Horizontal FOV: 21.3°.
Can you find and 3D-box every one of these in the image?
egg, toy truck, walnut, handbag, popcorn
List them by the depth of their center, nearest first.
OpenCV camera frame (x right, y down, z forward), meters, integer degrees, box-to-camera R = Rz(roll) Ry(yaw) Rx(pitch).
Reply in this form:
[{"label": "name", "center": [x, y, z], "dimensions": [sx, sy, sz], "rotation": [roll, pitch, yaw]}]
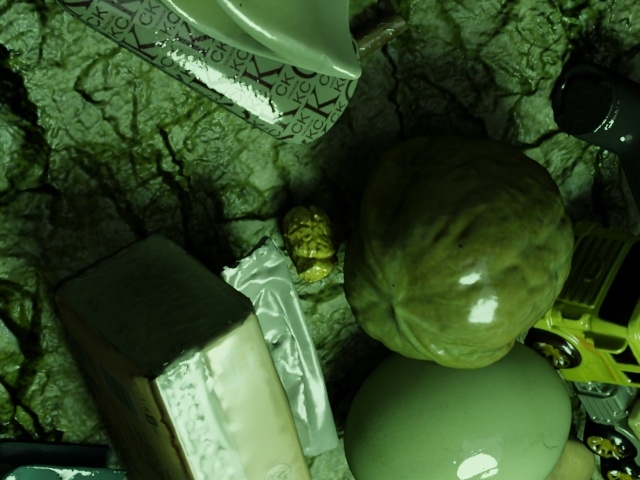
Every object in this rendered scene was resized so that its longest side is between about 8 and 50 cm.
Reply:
[{"label": "walnut", "center": [0.150, 0.005, 1.832], "dimensions": [0.283, 0.227, 0.283], "rotation": [20, 61, -40]}, {"label": "popcorn", "center": [0.000, 0.000, 1.834], "dimensions": [0.084, 0.084, 0.084], "rotation": [-15, 123, -24]}, {"label": "handbag", "center": [-0.314, 0.329, 1.846], "dimensions": [0.179, 0.062, 0.229], "rotation": [8, 112, -38]}, {"label": "egg", "center": [0.158, 0.213, 1.961], "dimensions": [0.269, 0.219, 0.219], "rotation": [-24, 127, -12]}, {"label": "toy truck", "center": [0.420, 0.162, 2.063], "dimensions": [0.405, 0.254, 0.180], "rotation": [55, 53, -38]}]

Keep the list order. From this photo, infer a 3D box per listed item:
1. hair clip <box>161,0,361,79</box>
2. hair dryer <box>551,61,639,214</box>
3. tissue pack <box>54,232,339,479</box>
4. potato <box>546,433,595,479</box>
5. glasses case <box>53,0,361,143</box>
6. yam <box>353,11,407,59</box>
[{"label": "hair clip", "center": [-0.075, -0.266, 1.534], "dimensions": [0.282, 0.113, 0.172], "rotation": [21, 77, -43]}, {"label": "hair dryer", "center": [0.374, -0.067, 1.934], "dimensions": [0.197, 0.251, 0.089], "rotation": [18, 141, -40]}, {"label": "tissue pack", "center": [-0.103, 0.157, 1.779], "dimensions": [0.239, 0.238, 0.305], "rotation": [-28, 126, -15]}, {"label": "potato", "center": [0.242, 0.310, 2.129], "dimensions": [0.235, 0.128, 0.161], "rotation": [11, 115, -41]}, {"label": "glasses case", "center": [-0.105, -0.214, 1.634], "dimensions": [0.355, 0.085, 0.137], "rotation": [30, 89, -35]}, {"label": "yam", "center": [0.025, -0.191, 1.769], "dimensions": [0.145, 0.032, 0.032], "rotation": [-34, 129, -8]}]
